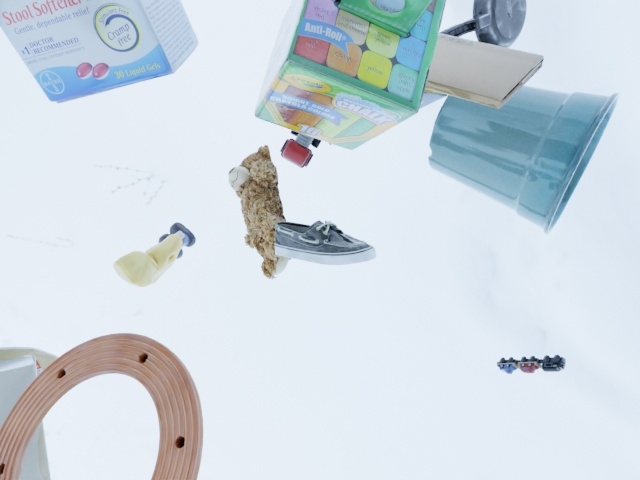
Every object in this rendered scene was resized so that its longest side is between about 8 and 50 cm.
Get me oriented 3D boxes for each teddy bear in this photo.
[{"bbox_3d":[-0.144,-0.072,1.089,0.245,0.113,0.337,113,145,-70],"label":"teddy bear"}]

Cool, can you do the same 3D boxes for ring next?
[{"bbox_3d":[-0.303,0.288,0.617,0.337,0.336,0.032,27,162,32],"label":"ring"}]

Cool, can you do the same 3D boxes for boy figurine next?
[{"bbox_3d":[-0.415,0.048,1.157,0.177,0.285,0.092,-41,97,18],"label":"boy figurine"}]

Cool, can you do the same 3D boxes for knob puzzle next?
[{"bbox_3d":[-0.647,0.276,0.959,0.030,0.213,0.213,50,140,36],"label":"knob puzzle"}]

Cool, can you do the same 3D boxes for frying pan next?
[{"bbox_3d":[0.388,-0.547,1.091,0.053,0.326,0.197,20,114,50],"label":"frying pan"}]

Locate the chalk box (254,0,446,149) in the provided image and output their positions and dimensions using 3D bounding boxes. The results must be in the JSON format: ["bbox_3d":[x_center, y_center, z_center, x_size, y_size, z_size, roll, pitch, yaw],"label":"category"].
[{"bbox_3d":[0.040,-0.258,0.628,0.289,0.180,0.179,175,111,-73],"label":"chalk box"}]

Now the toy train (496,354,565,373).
[{"bbox_3d":[0.448,0.269,0.999,0.027,0.036,0.158,29,151,-24],"label":"toy train"}]

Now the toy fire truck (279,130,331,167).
[{"bbox_3d":[-0.034,-0.356,1.633,0.159,0.246,0.217,30,99,-7],"label":"toy fire truck"}]

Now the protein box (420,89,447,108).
[{"bbox_3d":[0.192,-0.427,1.206,0.201,0.200,0.135,-179,92,-70],"label":"protein box"}]

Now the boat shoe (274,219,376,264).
[{"bbox_3d":[0.000,0.000,0.856,0.219,0.078,0.070,6,106,34],"label":"boat shoe"}]

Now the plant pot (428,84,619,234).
[{"bbox_3d":[0.471,-0.235,1.141,0.334,0.341,0.341,28,129,27],"label":"plant pot"}]

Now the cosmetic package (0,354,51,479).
[{"bbox_3d":[-0.543,0.371,0.813,0.160,0.113,0.309,-8,89,56],"label":"cosmetic package"}]

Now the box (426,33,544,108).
[{"bbox_3d":[0.249,-0.296,0.796,0.201,0.164,0.021,29,147,30],"label":"box"}]

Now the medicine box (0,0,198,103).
[{"bbox_3d":[-0.400,-0.417,0.784,0.264,0.149,0.289,-8,131,15],"label":"medicine box"}]
